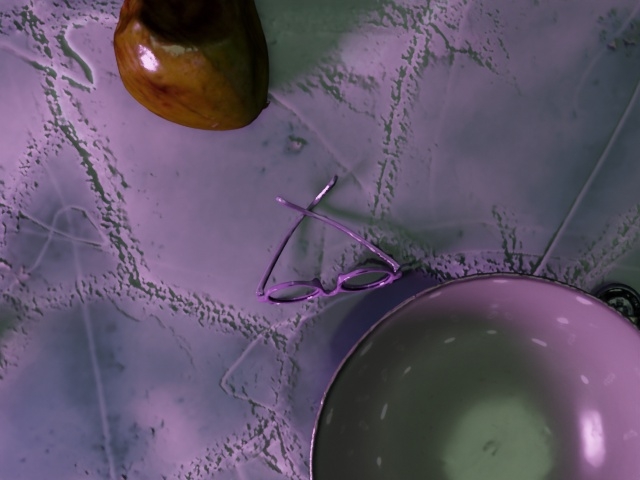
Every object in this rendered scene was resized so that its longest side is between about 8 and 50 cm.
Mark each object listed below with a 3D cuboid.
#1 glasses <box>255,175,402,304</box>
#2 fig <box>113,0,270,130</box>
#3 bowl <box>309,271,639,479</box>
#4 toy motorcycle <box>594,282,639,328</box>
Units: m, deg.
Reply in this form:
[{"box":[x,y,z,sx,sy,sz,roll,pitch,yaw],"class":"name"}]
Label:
[{"box":[0.000,0.000,1.355,0.140,0.062,0.104,-12,71,1],"class":"glasses"},{"box":[-0.114,-0.174,1.304,0.144,0.154,0.166,-39,123,-12],"class":"fig"},{"box":[0.159,0.191,1.296,0.337,0.157,0.337,0,94,1],"class":"bowl"},{"box":[0.321,0.133,1.338,0.193,0.061,0.124,32,87,5],"class":"toy motorcycle"}]
